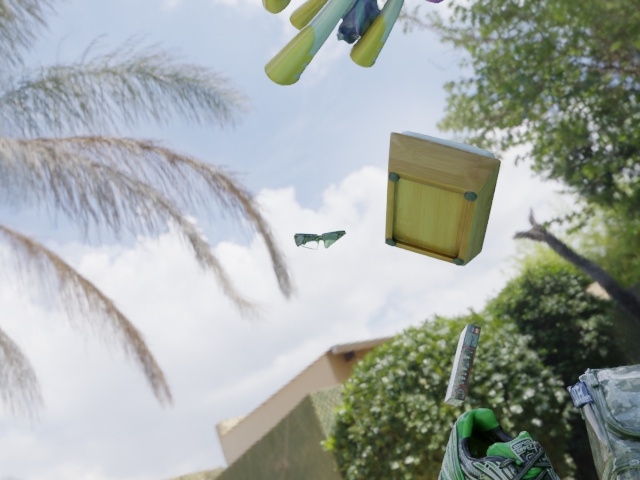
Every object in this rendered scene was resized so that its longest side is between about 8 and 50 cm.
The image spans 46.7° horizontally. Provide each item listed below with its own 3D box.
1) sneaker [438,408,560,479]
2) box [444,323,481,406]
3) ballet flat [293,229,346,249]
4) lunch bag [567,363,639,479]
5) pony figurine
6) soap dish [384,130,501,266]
[{"bbox_3d":[0.258,0.337,0.940,0.134,0.343,0.146,-8,-69,-24],"label":"sneaker"},{"bbox_3d":[0.256,0.227,1.342,0.027,0.137,0.094,15,-18,6],"label":"box"},{"bbox_3d":[0.000,0.000,1.596,0.114,0.041,0.041,-4,-27,-3],"label":"ballet flat"},{"bbox_3d":[0.511,0.275,0.985,0.305,0.256,0.212,-12,-40,11],"label":"lunch bag"},{"bbox_3d":[0.102,-0.373,0.919,0.351,0.303,0.363,-25,-17,-48],"label":"pony figurine"},{"bbox_3d":[0.242,-0.079,1.564,0.229,0.118,0.291,17,-36,16],"label":"soap dish"}]
